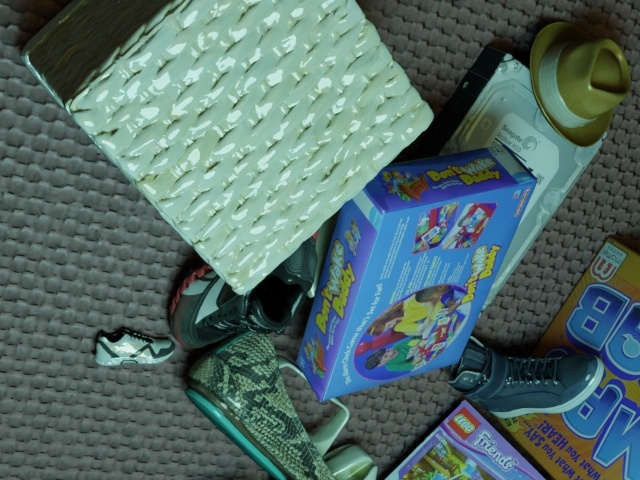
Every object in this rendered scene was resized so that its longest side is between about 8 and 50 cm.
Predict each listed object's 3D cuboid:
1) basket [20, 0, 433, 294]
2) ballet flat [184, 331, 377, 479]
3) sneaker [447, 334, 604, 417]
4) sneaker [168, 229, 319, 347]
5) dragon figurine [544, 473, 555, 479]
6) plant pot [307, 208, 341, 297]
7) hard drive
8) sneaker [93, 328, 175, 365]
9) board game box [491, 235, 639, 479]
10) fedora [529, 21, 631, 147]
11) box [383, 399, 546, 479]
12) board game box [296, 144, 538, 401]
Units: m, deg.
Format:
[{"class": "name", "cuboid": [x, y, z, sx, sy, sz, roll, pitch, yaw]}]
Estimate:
[{"class": "basket", "cuboid": [-0.099, -0.177, 1.197, 0.331, 0.266, 0.328, -42, 121, -4]}, {"class": "ballet flat", "cuboid": [-0.017, 0.317, 1.528, 0.182, 0.164, 0.483, -41, 121, -21]}, {"class": "sneaker", "cuboid": [0.298, 0.197, 1.590, 0.163, 0.086, 0.226, 36, 138, -28]}, {"class": "sneaker", "cuboid": [-0.101, 0.076, 1.340, 0.097, 0.135, 0.276, 24, 130, -37]}, {"class": "dragon figurine", "cuboid": [0.430, 0.470, 1.757, 0.144, 0.289, 0.085, 44, 79, 2]}, {"class": "plant pot", "cuboid": [0.000, 0.000, 1.418, 0.109, 0.109, 0.096, -27, 107, -11]}, {"class": "hard drive", "cuboid": [0.236, -0.076, 1.509, 0.237, 0.064, 0.339, 31, 97, -32]}, {"class": "sneaker", "cuboid": [-0.247, 0.141, 1.402, 0.109, 0.040, 0.044, -3, 111, -23]}, {"class": "board game box", "cuboid": [0.569, 0.273, 1.639, 0.356, 0.356, 0.357, 27, 99, -31]}, {"class": "fedora", "cuboid": [0.371, -0.224, 1.447, 0.194, 0.079, 0.194, 12, 71, -38]}, {"class": "box", "cuboid": [0.258, 0.420, 1.615, 0.201, 0.293, 0.057, -44, 158, -3]}, {"class": "board game box", "cuboid": [0.118, 0.047, 1.372, 0.233, 0.078, 0.347, -11, 138, -28]}]
